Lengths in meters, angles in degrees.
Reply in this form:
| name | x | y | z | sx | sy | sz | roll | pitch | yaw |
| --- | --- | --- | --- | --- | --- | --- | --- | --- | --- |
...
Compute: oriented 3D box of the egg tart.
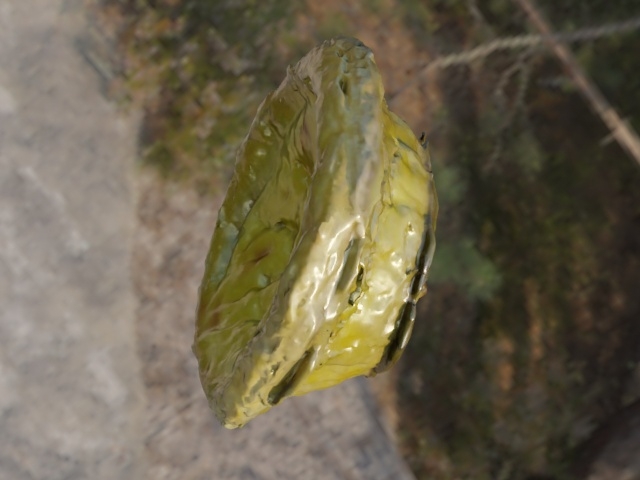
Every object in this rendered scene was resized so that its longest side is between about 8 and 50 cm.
| name | x | y | z | sx | sy | sz | roll | pitch | yaw |
| --- | --- | --- | --- | --- | --- | --- | --- | --- | --- |
| egg tart | 0.000 | 0.000 | 0.810 | 0.074 | 0.191 | 0.191 | 15 | 47 | -17 |
